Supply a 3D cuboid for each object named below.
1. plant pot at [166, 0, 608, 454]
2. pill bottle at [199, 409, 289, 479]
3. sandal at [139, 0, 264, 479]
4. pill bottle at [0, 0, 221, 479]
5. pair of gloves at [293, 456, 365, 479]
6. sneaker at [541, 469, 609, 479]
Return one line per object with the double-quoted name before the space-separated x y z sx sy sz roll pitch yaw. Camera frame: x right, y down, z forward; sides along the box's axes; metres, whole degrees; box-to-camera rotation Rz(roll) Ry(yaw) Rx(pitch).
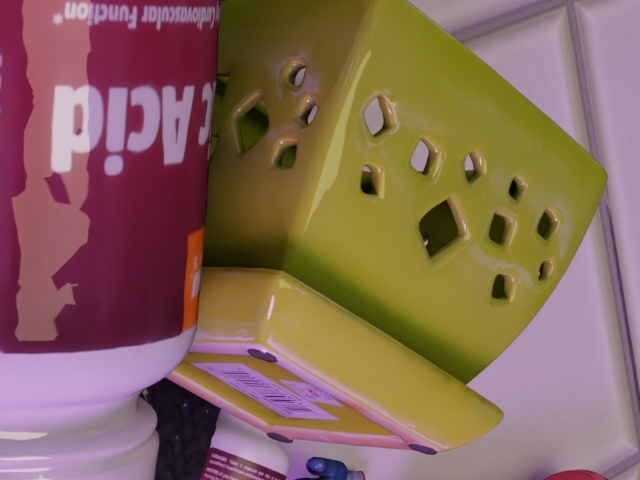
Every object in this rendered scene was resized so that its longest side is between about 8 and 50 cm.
"plant pot" 0.000 0.000 1.124 0.228 0.227 0.207 33 68 -37
"pill bottle" -0.072 0.171 1.271 0.086 0.086 0.152 28 79 -38
"sandal" -0.137 0.044 1.208 0.167 0.107 0.445 36 60 -35
"pill bottle" -0.166 -0.045 0.951 0.224 0.224 0.392 -3 102 -39
"pair of gloves" 0.013 0.140 1.332 0.159 0.023 0.198 24 84 -73
"sneaker" 0.109 0.238 1.411 0.314 0.116 0.136 -32 113 -32
